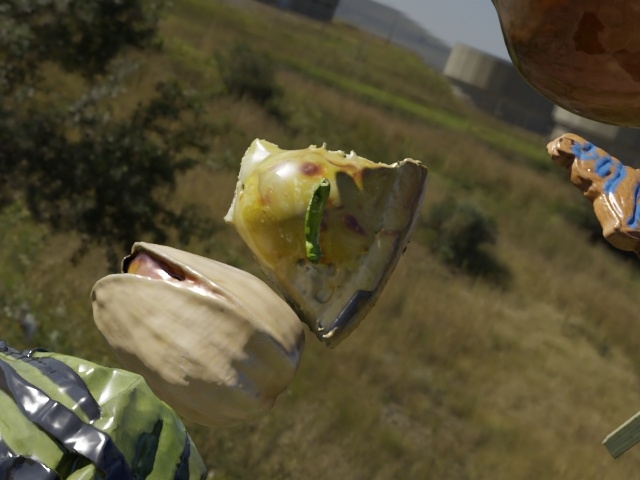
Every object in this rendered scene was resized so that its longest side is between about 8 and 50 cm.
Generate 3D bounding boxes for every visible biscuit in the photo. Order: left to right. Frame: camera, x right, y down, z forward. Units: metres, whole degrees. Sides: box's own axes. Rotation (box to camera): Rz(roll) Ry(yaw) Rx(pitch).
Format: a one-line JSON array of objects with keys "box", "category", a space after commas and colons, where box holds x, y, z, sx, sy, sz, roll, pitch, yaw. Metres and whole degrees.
[{"box": [0.348, -0.016, 1.289, 0.280, 0.043, 0.183, 38, 33, -4], "category": "biscuit"}]

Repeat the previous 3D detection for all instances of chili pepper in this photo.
[{"box": [-0.001, -0.019, 1.041, 0.017, 0.083, 0.030, -4, 28, -21], "category": "chili pepper"}]

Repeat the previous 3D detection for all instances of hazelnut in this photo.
[{"box": [0.385, -0.315, 1.465, 0.372, 0.372, 0.315, 25, -18, 28], "category": "hazelnut"}]

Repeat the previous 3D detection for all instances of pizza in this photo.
[{"box": [-0.006, -0.007, 1.199, 0.188, 0.204, 0.080, 15, -19, 4], "category": "pizza"}]

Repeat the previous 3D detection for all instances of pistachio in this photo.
[{"box": [-0.119, 0.086, 1.188, 0.229, 0.157, 0.157, 30, 11, 24], "category": "pistachio"}]

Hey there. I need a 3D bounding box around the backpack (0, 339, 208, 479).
[{"box": [-0.182, 0.141, 0.655, 0.253, 0.207, 0.140, -4, -45, 45], "category": "backpack"}]

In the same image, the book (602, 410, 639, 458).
[{"box": [0.332, 0.052, 0.874, 0.282, 0.215, 0.025, -20, 68, -46], "category": "book"}]
